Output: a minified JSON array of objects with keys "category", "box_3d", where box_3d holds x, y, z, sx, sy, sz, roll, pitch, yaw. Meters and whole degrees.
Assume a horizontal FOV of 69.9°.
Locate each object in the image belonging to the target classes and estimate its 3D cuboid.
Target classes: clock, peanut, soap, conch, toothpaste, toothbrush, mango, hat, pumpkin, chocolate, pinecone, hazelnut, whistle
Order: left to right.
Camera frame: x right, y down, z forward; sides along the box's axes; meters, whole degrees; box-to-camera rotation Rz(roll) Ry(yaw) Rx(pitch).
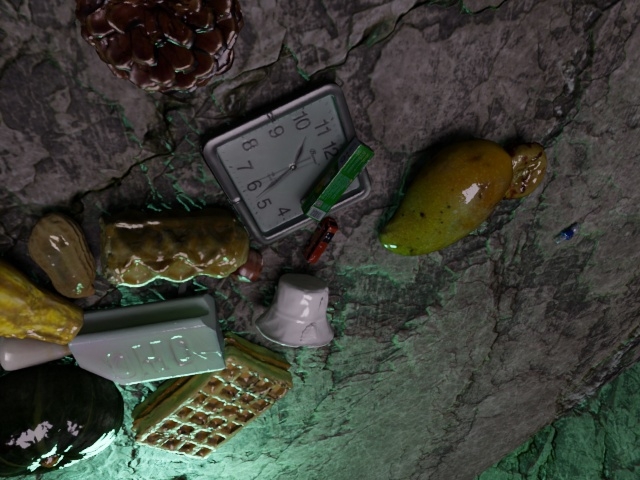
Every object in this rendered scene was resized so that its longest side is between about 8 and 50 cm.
[{"category":"chocolate","box_3d":[-0.613,0.077,0.754,0.162,0.162,0.445,-40,133,11]},{"category":"conch","box_3d":[-0.574,0.205,0.925,0.176,0.105,0.094,2,153,-28]},{"category":"pumpkin","box_3d":[-0.579,0.372,0.972,0.299,0.208,0.300,-13,154,-7]},{"category":"peanut","box_3d":[-0.467,0.035,0.834,0.093,0.083,0.194,-9,131,-16]},{"category":"soap","box_3d":[-0.362,0.221,0.995,0.289,0.095,0.173,-7,128,-7]},{"category":"pinecone","box_3d":[-0.210,-0.295,0.595,0.221,0.221,0.222,-12,131,-14]},{"category":"toothbrush","box_3d":[-0.309,0.123,1.012,0.030,0.031,0.298,-3,130,-30]},{"category":"hazelnut","box_3d":[-0.162,0.053,0.988,0.086,0.086,0.087,-12,131,-14]},{"category":"clock","box_3d":[-0.056,-0.141,0.888,0.278,0.049,0.273,-26,133,-2]},{"category":"hat","box_3d":[-0.050,0.150,1.065,0.203,0.203,0.126,4,103,-26]},{"category":"toothpaste","box_3d":[0.031,-0.114,0.888,0.043,0.037,0.178,25,115,-33]},{"category":"mango","box_3d":[0.274,-0.078,1.008,0.176,0.175,0.330,36,115,8]},{"category":"whistle","box_3d":[0.721,-0.019,1.333,0.083,0.029,0.033,-38,148,0]}]

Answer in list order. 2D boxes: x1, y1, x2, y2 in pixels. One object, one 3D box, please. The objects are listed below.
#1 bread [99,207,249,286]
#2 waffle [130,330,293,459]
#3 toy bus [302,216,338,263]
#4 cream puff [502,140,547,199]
[{"category":"bread","box_3d":[-0.265,0.007,0.851,0.267,0.152,0.130,-4,149,-24]},{"category":"waffle","box_3d":[-0.284,0.413,1.207,0.376,0.114,0.261,-42,128,13]},{"category":"toy bus","box_3d":[0.000,0.000,1.030,0.031,0.043,0.110,16,120,-32]},{"category":"cream puff","box_3d":[0.448,-0.166,1.059,0.148,0.084,0.149,-13,128,-16]}]
